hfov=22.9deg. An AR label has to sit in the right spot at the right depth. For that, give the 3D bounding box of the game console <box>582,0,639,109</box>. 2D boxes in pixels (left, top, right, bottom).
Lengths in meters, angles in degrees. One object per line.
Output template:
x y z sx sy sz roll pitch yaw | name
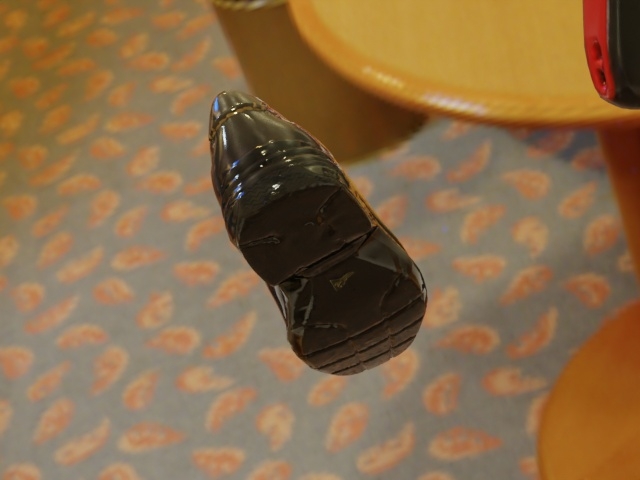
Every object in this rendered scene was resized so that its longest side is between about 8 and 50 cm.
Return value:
0.291 -0.252 0.880 0.387 0.342 0.060 -7 5 -34 | game console

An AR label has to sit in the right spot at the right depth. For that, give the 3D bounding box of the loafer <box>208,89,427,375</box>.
0.000 0.000 0.635 0.062 0.170 0.061 -26 57 -1 | loafer
